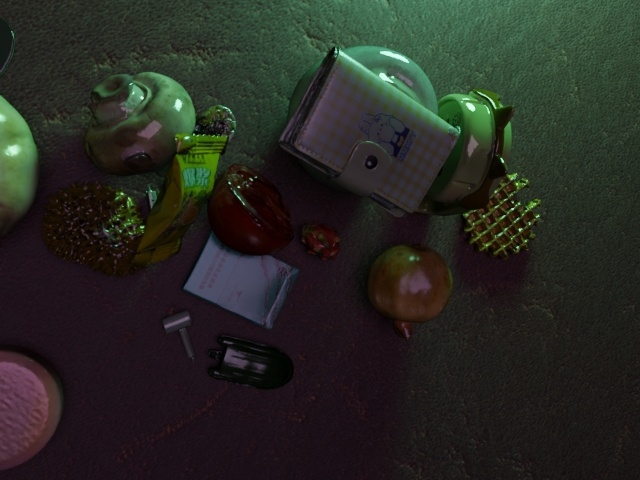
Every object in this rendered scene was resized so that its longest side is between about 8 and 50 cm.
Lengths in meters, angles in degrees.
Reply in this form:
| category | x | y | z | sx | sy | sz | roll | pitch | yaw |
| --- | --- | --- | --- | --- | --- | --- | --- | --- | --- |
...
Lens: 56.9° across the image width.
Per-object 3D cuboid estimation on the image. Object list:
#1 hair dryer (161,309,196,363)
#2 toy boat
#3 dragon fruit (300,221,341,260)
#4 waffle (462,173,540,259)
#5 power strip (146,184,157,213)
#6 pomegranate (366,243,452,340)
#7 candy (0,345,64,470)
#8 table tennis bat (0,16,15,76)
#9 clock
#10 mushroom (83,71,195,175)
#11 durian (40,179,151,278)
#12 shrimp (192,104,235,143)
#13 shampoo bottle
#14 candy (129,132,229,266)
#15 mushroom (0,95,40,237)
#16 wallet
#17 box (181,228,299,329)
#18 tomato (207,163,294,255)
| category | x | y | z | sx | sy | sz | roll | pitch | yaw |
| --- | --- | --- | --- | --- | --- | --- | --- | --- | --- |
| hair dryer | -0.310 | 0.223 | 1.335 | 0.063 | 0.038 | 0.124 | -19 | 103 | -15 |
| toy boat | -0.158 | 0.287 | 1.371 | 0.210 | 0.052 | 0.104 | 17 | 83 | -18 |
| dragon fruit | -0.002 | -0.001 | 1.399 | 0.116 | 0.086 | 0.081 | 32 | 75 | -25 |
| waffle | 0.477 | -0.068 | 1.570 | 0.229 | 0.051 | 0.231 | 12 | 87 | -17 |
| power strip | -0.366 | -0.057 | 1.304 | 0.019 | 0.051 | 0.136 | -10 | 92 | -21 |
| pomegranate | 0.213 | 0.105 | 1.419 | 0.207 | 0.207 | 0.206 | 0 | 90 | -17 |
| candy | -0.654 | 0.341 | 1.190 | 0.256 | 0.094 | 0.255 | 0 | 90 | -17 |
| table tennis bat | -0.724 | -0.359 | 1.207 | 0.138 | 0.022 | 0.246 | 23 | 82 | -16 |
| clock | 0.316 | -0.207 | 1.363 | 0.118 | 0.348 | 0.285 | 8 | 87 | -17 |
| mushroom | -0.372 | -0.239 | 1.204 | 0.255 | 0.255 | 0.184 | -34 | 133 | -15 |
| durian | -0.466 | -0.028 | 1.236 | 0.250 | 0.138 | 0.183 | 24 | 91 | -10 |
| shrimp | -0.263 | -0.243 | 1.345 | 0.161 | 0.034 | 0.091 | -32 | 100 | -16 |
| shampoo bottle | 0.093 | -0.266 | 1.309 | 0.323 | 0.317 | 0.322 | 1 | 88 | -17 |
| candy | -0.288 | -0.083 | 1.223 | 0.081 | 0.187 | 0.297 | 27 | 106 | 13 |
| mushroom | -0.719 | -0.152 | 1.075 | 0.354 | 0.353 | 0.324 | -11 | 67 | -17 |
| wallet | 0.101 | -0.196 | 1.129 | 0.310 | 0.077 | 0.223 | 28 | 88 | -24 |
| box | -0.182 | 0.089 | 1.366 | 0.227 | 0.042 | 0.160 | 27 | 82 | -16 |
| tomato | -0.166 | -0.054 | 1.300 | 0.140 | 0.233 | 0.200 | -42 | 110 | 16 |
